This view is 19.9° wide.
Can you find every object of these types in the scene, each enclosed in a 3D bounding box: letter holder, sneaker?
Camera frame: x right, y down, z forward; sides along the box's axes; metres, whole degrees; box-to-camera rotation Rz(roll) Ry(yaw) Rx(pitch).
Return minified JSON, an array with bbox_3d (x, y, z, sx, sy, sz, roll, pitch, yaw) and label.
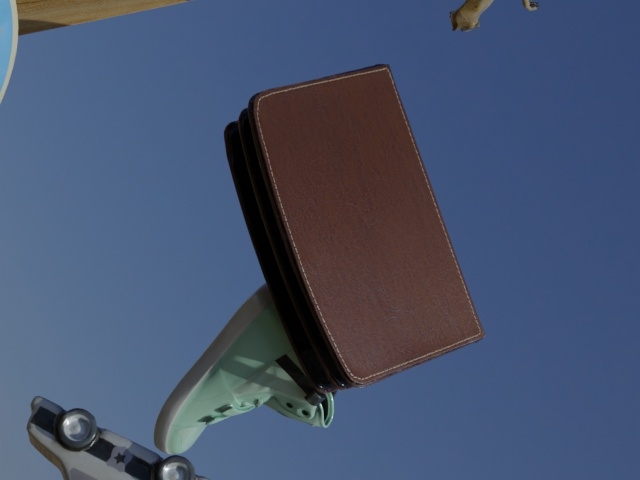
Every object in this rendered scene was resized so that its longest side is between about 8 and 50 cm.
[{"bbox_3d":[0.000,0.000,1.839,0.152,0.214,0.302,-22,-93,45],"label":"letter holder"},{"bbox_3d":[-0.074,0.181,1.981,0.151,0.094,0.256,42,-58,6],"label":"sneaker"}]

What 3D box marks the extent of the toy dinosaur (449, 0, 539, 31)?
[{"bbox_3d":[0.110,-0.196,1.151,0.053,0.093,0.183,-98,178,-46],"label":"toy dinosaur"}]

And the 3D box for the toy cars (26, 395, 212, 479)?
[{"bbox_3d":[-0.120,0.263,1.650,0.176,0.087,0.394,8,-24,47],"label":"toy cars"}]

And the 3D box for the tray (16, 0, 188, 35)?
[{"bbox_3d":[-0.203,-0.323,2.002,0.411,0.203,0.076,-71,150,-70],"label":"tray"}]

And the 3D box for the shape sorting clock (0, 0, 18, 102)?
[{"bbox_3d":[-0.253,-0.091,0.977,0.040,0.206,0.206,43,-22,35],"label":"shape sorting clock"}]
